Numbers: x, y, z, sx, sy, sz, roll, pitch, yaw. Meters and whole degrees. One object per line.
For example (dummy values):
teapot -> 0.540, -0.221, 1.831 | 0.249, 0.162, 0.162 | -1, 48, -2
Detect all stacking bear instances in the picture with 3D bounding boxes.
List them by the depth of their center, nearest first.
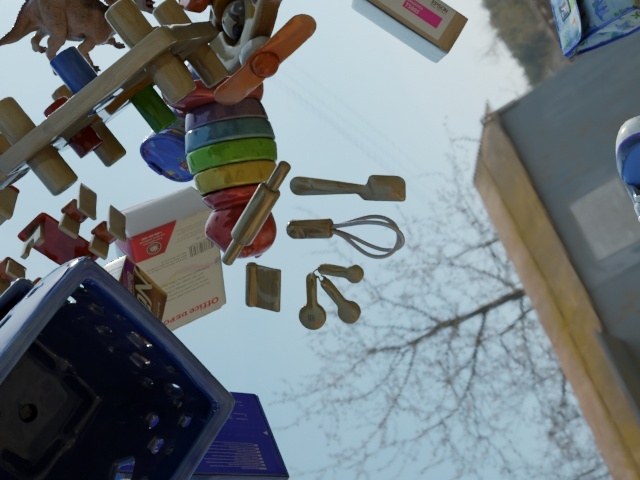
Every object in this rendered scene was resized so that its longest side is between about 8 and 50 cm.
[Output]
stacking bear -> -0.146, -0.111, 1.410 | 0.175, 0.164, 0.289 | 28, -128, -86

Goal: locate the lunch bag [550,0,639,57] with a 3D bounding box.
lunch bag -> 0.420, -0.368, 1.304 | 0.096, 0.151, 0.129 | 0, -106, -36

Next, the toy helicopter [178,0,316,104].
toy helicopter -> -0.076, -0.339, 1.189 | 0.140, 0.355, 0.235 | 3, -106, -30

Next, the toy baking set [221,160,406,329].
toy baking set -> -0.006, -0.003, 1.056 | 0.196, 0.256, 0.030 | 31, -156, 5

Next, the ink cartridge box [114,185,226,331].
ink cartridge box -> -0.361, 0.052, 2.046 | 0.131, 0.226, 0.306 | 40, 142, 40

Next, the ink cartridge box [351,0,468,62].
ink cartridge box -> 0.184, -0.482, 1.809 | 0.234, 0.088, 0.193 | 33, -176, -3

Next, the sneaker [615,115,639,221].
sneaker -> 0.515, 0.001, 1.212 | 0.323, 0.130, 0.236 | 47, -137, -39

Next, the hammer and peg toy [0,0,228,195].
hammer and peg toy -> -0.292, -0.148, 1.049 | 0.127, 0.361, 0.266 | 53, -167, -9

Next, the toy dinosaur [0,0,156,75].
toy dinosaur -> -0.458, -0.428, 1.592 | 0.127, 0.295, 0.200 | -112, 23, -47

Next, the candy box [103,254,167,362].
candy box -> -0.301, 0.128, 1.313 | 0.109, 0.053, 0.187 | 51, -150, -36

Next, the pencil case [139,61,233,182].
pencil case -> -0.253, -0.242, 1.666 | 0.119, 0.133, 0.306 | 41, -141, -23

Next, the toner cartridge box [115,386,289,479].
toner cartridge box -> -0.229, 0.275, 1.144 | 0.347, 0.075, 0.165 | 11, -149, -29

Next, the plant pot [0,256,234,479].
plant pot -> -0.271, 0.177, 0.867 | 0.236, 0.212, 0.236 | 50, -122, -27

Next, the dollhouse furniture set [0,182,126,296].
dollhouse furniture set -> -0.544, -0.020, 1.642 | 0.259, 0.262, 0.135 | 40, -160, -33
